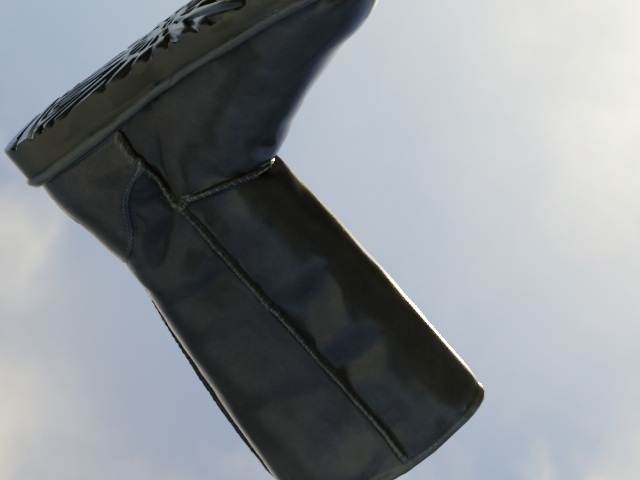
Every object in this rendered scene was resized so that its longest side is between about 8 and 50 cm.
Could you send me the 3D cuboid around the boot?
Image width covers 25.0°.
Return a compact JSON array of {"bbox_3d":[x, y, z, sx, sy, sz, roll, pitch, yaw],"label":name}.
[{"bbox_3d":[0.001,-0.002,0.572,0.208,0.189,0.076,52,-152,-16],"label":"boot"}]
